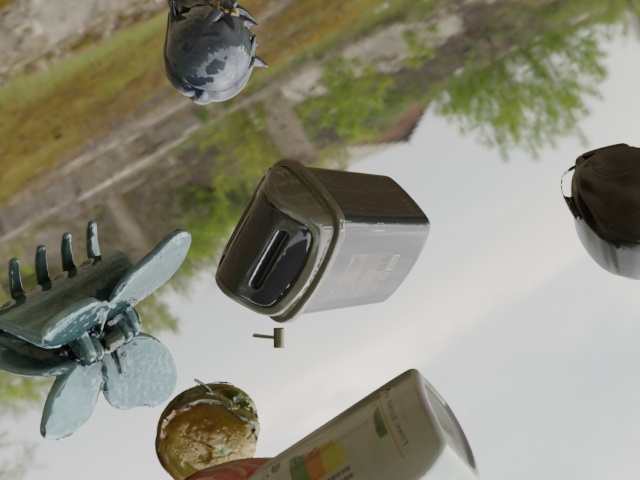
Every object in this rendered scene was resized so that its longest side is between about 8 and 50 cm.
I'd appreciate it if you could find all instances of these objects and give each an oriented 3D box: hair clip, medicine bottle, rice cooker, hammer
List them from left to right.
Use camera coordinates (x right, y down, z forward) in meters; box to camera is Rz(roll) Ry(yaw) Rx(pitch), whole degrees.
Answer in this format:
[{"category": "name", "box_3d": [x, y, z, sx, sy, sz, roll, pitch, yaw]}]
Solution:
[{"category": "hair clip", "box_3d": [-0.425, 0.136, 2.076, 0.318, 0.238, 0.392, -32, 143, -42]}, {"category": "hammer", "box_3d": [-0.092, 0.168, 2.095, 0.019, 0.035, 0.110, 1, 179, -27]}, {"category": "medicine bottle", "box_3d": [0.012, 0.267, 1.245, 0.296, 0.111, 0.161, -35, -151, 12]}, {"category": "rice cooker", "box_3d": [0.387, -0.037, 1.504, 0.142, 0.118, 0.203, -14, -140, -4]}]

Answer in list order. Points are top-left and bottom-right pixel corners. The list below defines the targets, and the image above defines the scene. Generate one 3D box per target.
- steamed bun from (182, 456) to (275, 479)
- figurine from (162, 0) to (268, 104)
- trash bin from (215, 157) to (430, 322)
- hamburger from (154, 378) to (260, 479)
[{"category": "steamed bun", "box_3d": [-0.075, 0.404, 1.531, 0.375, 0.241, 0.374, -2, 152, -1]}, {"category": "figurine", "box_3d": [-0.195, -0.367, 2.135, 0.175, 0.265, 0.197, -9, 149, 2]}, {"category": "trash bin", "box_3d": [0.000, 0.000, 1.717, 0.290, 0.182, 0.209, -1, 130, -45]}, {"category": "hamburger", "box_3d": [-0.179, 0.304, 1.923, 0.177, 0.185, 0.113, -11, -169, 6]}]
